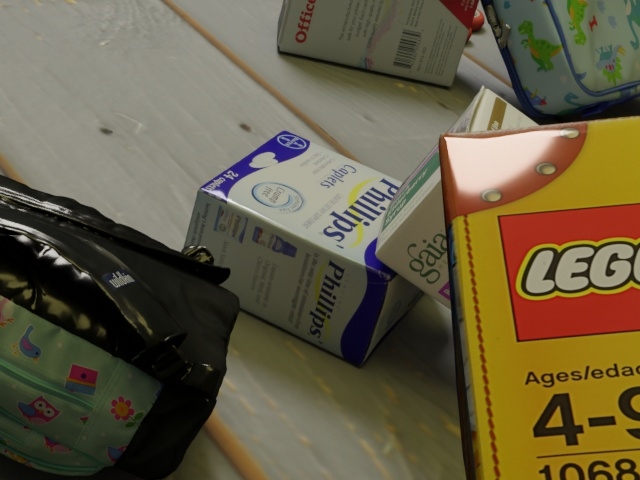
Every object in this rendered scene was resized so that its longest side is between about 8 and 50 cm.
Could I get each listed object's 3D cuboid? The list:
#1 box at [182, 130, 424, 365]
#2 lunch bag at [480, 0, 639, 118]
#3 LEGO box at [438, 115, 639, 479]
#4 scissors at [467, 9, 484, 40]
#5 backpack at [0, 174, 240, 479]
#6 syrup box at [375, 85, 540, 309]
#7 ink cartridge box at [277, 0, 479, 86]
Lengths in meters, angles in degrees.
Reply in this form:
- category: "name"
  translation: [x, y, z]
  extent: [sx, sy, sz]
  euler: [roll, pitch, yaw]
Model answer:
- category: "box"
  translation: [0.000, 0.000, 0.804]
  extent: [0.137, 0.072, 0.126]
  euler: [25, 31, 14]
- category: "lunch bag"
  translation: [0.260, -0.212, 1.209]
  extent: [0.219, 0.090, 0.176]
  euler: [-19, 88, -43]
- category: "LEGO box"
  translation: [0.305, 0.122, 0.407]
  extent: [0.500, 0.193, 0.372]
  euler: [-5, 41, 4]
- category: "scissors"
  translation: [0.053, -0.293, 1.381]
  extent: [0.297, 0.021, 0.109]
  euler: [31, 34, 22]
- category: "backpack"
  translation: [-0.140, 0.040, 0.614]
  extent: [0.182, 0.115, 0.152]
  euler: [26, 13, -9]
- category: "syrup box"
  translation: [0.158, 0.023, 0.743]
  extent: [0.237, 0.093, 0.096]
  euler: [34, 34, -8]
- category: "ink cartridge box"
  translation: [0.055, -0.233, 1.170]
  extent: [0.175, 0.127, 0.072]
  euler: [11, 29, -10]
